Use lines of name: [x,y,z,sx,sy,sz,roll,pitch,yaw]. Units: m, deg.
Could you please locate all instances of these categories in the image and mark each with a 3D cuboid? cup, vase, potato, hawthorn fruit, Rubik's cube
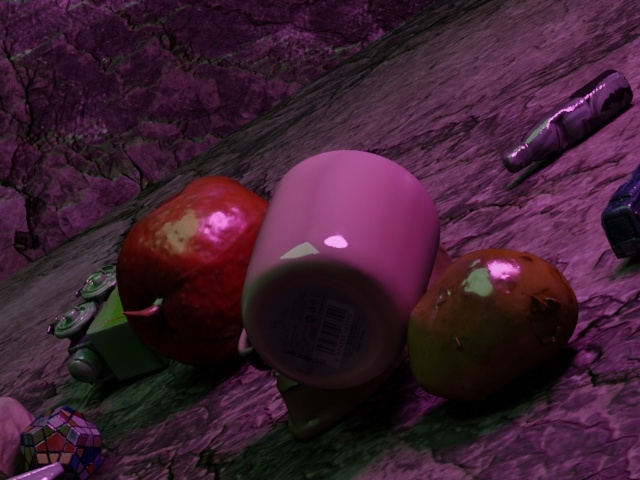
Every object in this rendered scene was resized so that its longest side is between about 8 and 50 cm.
cup: [-0.002,0.053,1.514,0.253,0.191,0.200,-41,16,30]
vase: [0.336,-0.160,1.991,0.211,0.060,0.060,-34,14,-15]
potato: [0.159,0.079,1.381,0.176,0.137,0.137,-35,13,0]
hawthorn fruit: [-0.153,0.046,1.972,0.258,0.258,0.262,-16,48,48]
Rubik's cube: [-0.336,0.270,1.866,0.093,0.111,0.111,-58,8,13]

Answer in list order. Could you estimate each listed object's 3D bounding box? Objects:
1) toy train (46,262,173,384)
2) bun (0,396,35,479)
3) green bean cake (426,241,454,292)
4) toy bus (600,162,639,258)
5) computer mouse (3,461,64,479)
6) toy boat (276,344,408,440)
toy train: [-0.291,0.116,2.214,0.188,0.132,0.243,-18,26,28]
bun: [-0.458,0.313,1.904,0.221,0.108,0.221,-46,-1,-1]
green bean cake: [0.076,0.052,1.702,0.179,0.109,0.085,-15,22,50]
toy bus: [0.350,-0.044,1.533,0.047,0.065,0.166,-19,17,40]
computer mouse: [-0.403,0.339,1.726,0.231,0.079,0.128,-39,-12,-42]
toy boat: [0.017,0.144,1.603,0.116,0.061,0.188,-15,21,44]
